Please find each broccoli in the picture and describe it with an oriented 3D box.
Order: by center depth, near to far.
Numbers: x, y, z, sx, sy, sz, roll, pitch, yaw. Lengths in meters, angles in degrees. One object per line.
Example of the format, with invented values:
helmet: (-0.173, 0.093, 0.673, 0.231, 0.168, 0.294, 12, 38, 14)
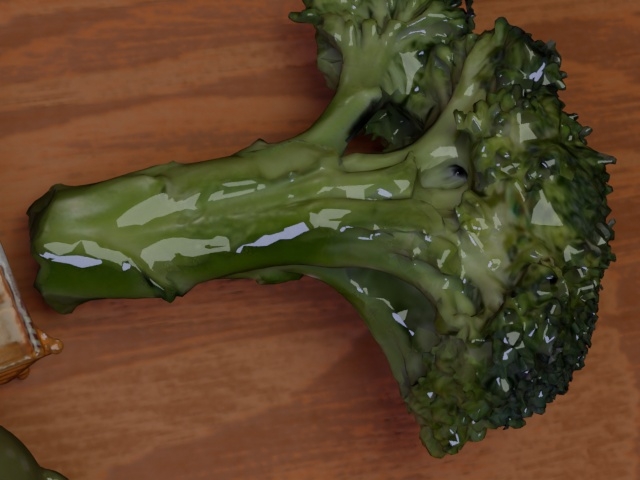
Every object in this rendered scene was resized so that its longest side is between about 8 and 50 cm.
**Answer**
broccoli: (0.025, 0.014, 1.406, 0.397, 0.274, 0.353, -27, 42, -34)

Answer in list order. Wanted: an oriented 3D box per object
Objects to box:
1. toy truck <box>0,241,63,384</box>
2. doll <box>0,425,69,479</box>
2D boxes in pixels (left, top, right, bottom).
toy truck: (-0.280, -0.024, 1.344, 0.135, 0.114, 0.270, -20, 84, -27)
doll: (-0.294, 0.160, 1.254, 0.261, 0.161, 0.177, 38, 82, -6)
